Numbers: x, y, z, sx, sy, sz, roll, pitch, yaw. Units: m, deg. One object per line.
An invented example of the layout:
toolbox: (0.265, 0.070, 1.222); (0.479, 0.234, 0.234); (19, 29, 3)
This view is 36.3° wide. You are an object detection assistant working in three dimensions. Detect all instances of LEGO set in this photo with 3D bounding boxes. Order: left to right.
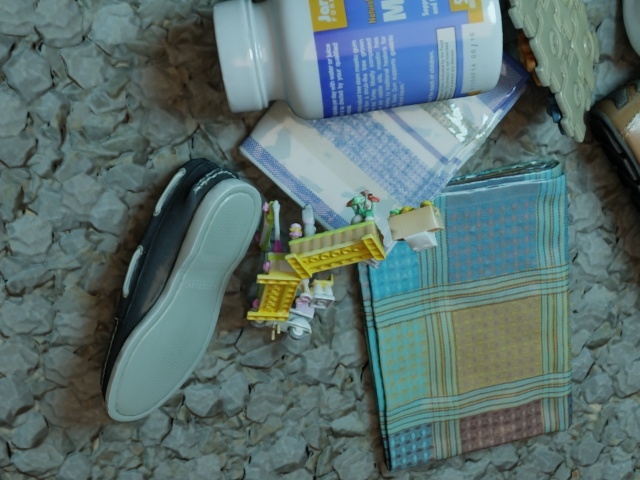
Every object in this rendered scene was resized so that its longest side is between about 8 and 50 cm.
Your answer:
LEGO set: (0.000, 0.000, 1.045); (0.132, 0.107, 0.287); (17, 142, -29)

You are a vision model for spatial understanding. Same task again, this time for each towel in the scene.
towel: (0.071, -0.137, 1.083); (0.209, 0.034, 0.285); (40, 93, -4)
towel: (0.186, 0.098, 1.205); (0.271, 0.040, 0.370); (-11, 110, -10)

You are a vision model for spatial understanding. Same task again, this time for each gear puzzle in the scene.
gear puzzle: (0.214, -0.260, 1.013); (0.339, 0.044, 0.175); (52, 46, -40)

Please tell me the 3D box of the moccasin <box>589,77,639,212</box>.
moccasin: (0.469, -0.037, 1.192); (0.147, 0.139, 0.380); (-30, 103, 6)

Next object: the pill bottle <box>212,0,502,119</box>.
pill bottle: (0.034, -0.204, 0.984); (0.272, 0.152, 0.152); (-9, 109, -1)

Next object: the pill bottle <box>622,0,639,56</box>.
pill bottle: (0.501, -0.277, 1.102); (0.278, 0.162, 0.162); (-4, 108, -15)

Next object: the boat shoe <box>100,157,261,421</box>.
boat shoe: (-0.167, 0.055, 1.076); (0.114, 0.091, 0.302); (22, 100, -52)
